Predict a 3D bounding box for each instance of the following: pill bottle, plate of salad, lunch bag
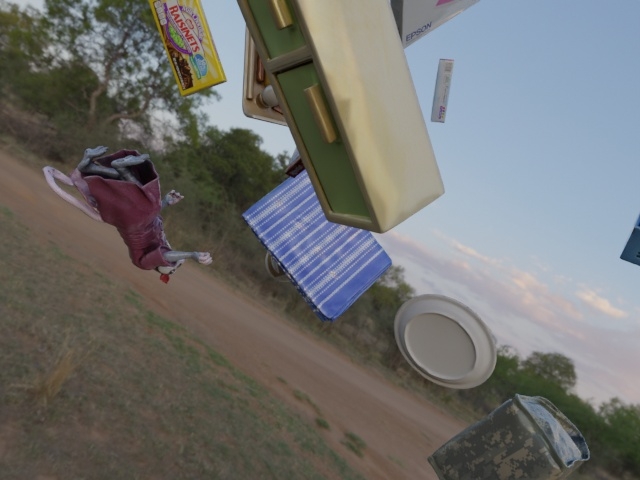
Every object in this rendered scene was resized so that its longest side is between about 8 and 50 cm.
[{"bbox_3d":[-0.069,0.055,1.478,0.131,0.131,0.229,35,-28,-23],"label":"pill bottle"},{"bbox_3d":[0.232,0.187,0.879,0.199,0.200,0.048,30,37,23],"label":"plate of salad"},{"bbox_3d":[0.403,0.448,0.973,0.287,0.235,0.169,25,28,-47],"label":"lunch bag"}]

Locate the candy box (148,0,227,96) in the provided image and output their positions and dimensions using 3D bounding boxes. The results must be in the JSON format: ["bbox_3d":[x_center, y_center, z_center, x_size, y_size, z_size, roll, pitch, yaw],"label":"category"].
[{"bbox_3d":[-0.281,-0.424,0.993,0.027,0.105,0.206,-63,136,-77],"label":"candy box"}]

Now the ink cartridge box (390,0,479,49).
[{"bbox_3d":[0.339,-0.755,1.313,0.071,0.324,0.330,52,-9,25],"label":"ink cartridge box"}]

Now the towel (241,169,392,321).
[{"bbox_3d":[0.000,0.000,1.135,0.336,0.243,0.040,52,-20,-4],"label":"towel"}]

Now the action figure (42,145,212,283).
[{"bbox_3d":[-0.434,-0.026,1.108,0.248,0.275,0.370,46,-30,46],"label":"action figure"}]

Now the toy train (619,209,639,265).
[{"bbox_3d":[0.442,-0.041,0.586,0.080,0.184,0.105,26,-43,27],"label":"toy train"}]

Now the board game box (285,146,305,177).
[{"bbox_3d":[0.002,-0.209,0.857,0.027,0.145,0.281,26,-11,-14],"label":"board game box"}]

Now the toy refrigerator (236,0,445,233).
[{"bbox_3d":[0.012,-0.145,0.426,0.102,0.094,0.270,18,-45,58],"label":"toy refrigerator"}]

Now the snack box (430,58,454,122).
[{"bbox_3d":[0.292,-0.359,1.126,0.037,0.141,0.100,9,19,12],"label":"snack box"}]

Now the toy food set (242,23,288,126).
[{"bbox_3d":[-0.074,-0.430,1.171,0.219,0.306,0.092,5,-4,-35],"label":"toy food set"}]
